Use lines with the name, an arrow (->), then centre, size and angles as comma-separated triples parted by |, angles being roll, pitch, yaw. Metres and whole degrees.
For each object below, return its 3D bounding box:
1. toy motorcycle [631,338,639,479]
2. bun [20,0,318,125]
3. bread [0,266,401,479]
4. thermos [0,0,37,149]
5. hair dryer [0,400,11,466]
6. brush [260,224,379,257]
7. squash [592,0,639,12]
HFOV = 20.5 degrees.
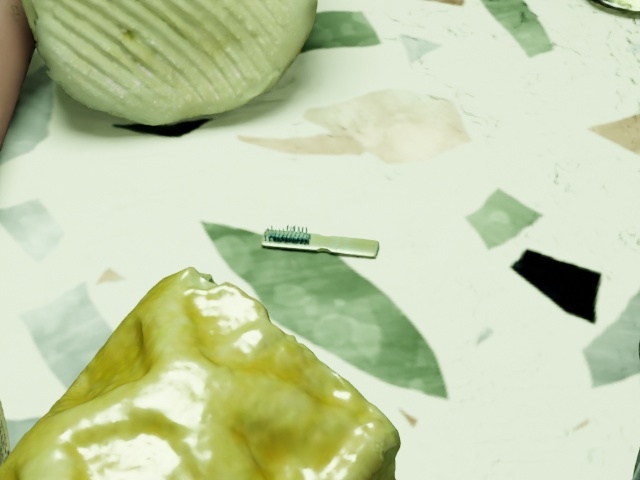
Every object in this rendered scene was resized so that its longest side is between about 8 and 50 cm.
toy motorcycle -> 0.267, 0.124, 1.056 | 0.212, 0.125, 0.358 | 23, 51, 17
bun -> -0.108, -0.207, 1.300 | 0.239, 0.239, 0.141 | -10, 40, -10
bread -> -0.076, 0.176, 0.949 | 0.238, 0.196, 0.252 | 43, 50, 6
thermos -> -0.279, -0.117, 1.309 | 0.109, 0.136, 0.330 | 24, 45, -16
hair dryer -> -0.257, 0.246, 0.969 | 0.173, 0.108, 0.357 | -7, 53, -3
brush -> 0.000, 0.000, 1.250 | 0.083, 0.013, 0.016 | 7, 45, 4
squash -> 0.308, -0.292, 1.434 | 0.236, 0.204, 0.155 | 19, 26, 16
